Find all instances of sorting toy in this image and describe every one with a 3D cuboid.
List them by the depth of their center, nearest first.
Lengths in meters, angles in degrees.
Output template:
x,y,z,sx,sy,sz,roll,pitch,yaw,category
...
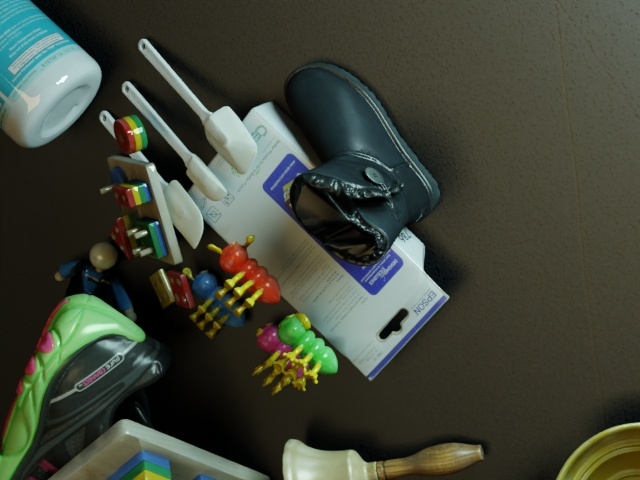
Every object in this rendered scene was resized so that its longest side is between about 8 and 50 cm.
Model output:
x,y,z,sx,sy,sz,roll,pitch,yaw,category
-0.236,-0.026,1.778,0.132,0.046,0.274,16,125,59,sorting toy
-0.235,0.373,1.826,0.257,0.089,0.255,29,122,-37,sorting toy

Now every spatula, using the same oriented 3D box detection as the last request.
x,y,z,sx,sy,sz,roll,pitch,yaw,category
-0.183,-0.131,1.744,0.242,0.019,0.168,50,124,27,spatula

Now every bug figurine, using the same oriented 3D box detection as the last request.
x,y,z,sx,sy,sz,roll,pitch,yaw,category
-0.075,0.095,1.724,0.216,0.072,0.279,47,161,-3,bug figurine

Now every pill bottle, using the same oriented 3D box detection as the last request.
x,y,z,sx,sy,sz,roll,pitch,yaw,category
-0.417,-0.252,1.778,0.264,0.146,0.146,43,117,6,pill bottle

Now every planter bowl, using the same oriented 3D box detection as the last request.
x,y,z,sx,sy,sz,roll,pitch,yaw,category
0.372,0.321,1.615,0.217,0.090,0.217,-1,80,6,planter bowl

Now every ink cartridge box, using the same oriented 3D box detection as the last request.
x,y,z,sx,sy,sz,roll,pitch,yaw,category
0.000,0.000,1.717,0.332,0.065,0.165,45,117,7,ink cartridge box

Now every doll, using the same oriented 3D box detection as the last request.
x,y,z,sx,sy,sz,roll,pitch,yaw,category
-0.308,0.084,1.887,0.129,0.046,0.189,25,117,10,doll

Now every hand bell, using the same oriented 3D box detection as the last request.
x,y,z,sx,sy,sz,roll,pitch,yaw,category
0.086,0.288,1.758,0.242,0.126,0.126,-14,99,15,hand bell

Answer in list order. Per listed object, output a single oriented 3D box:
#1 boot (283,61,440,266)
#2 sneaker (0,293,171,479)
x,y,z,sx,sy,sz,roll,pitch,yaw,category
0.019,-0.093,1.599,0.246,0.207,0.094,49,118,4,boot
-0.330,0.292,1.878,0.202,0.185,0.482,22,128,-5,sneaker
